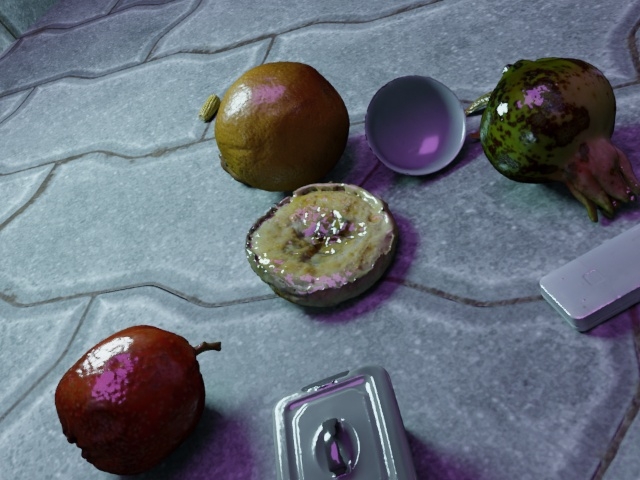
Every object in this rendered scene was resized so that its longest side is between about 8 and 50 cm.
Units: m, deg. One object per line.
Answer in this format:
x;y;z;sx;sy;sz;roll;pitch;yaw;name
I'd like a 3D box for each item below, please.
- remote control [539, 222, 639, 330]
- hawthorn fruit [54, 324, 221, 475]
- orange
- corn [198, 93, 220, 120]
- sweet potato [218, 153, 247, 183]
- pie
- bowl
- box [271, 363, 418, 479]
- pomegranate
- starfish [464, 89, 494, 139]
0.430;0.031;1.016;0.250;0.034;0.103;-29;36;-2;remote control
-0.255;0.216;1.088;0.253;0.205;0.205;-38;37;-27;hawthorn fruit
-0.078;-0.219;1.451;0.264;0.264;0.264;-17;38;13;orange
-0.284;-0.339;1.901;0.037;0.037;0.092;-1;43;30;corn
-0.181;-0.168;1.610;0.068;0.068;0.226;-38;37;-14;sweet potato
0.000;0.000;1.266;0.274;0.055;0.274;-8;46;8;pie
0.172;-0.205;1.393;0.189;0.189;0.086;-30;-5;-4;bowl
0.036;0.272;0.889;0.162;0.130;0.227;-22;36;8;box
0.380;-0.171;1.152;0.221;0.204;0.276;-23;37;-21;pomegranate
0.363;-0.252;1.398;0.208;0.053;0.176;-34;46;1;starfish
